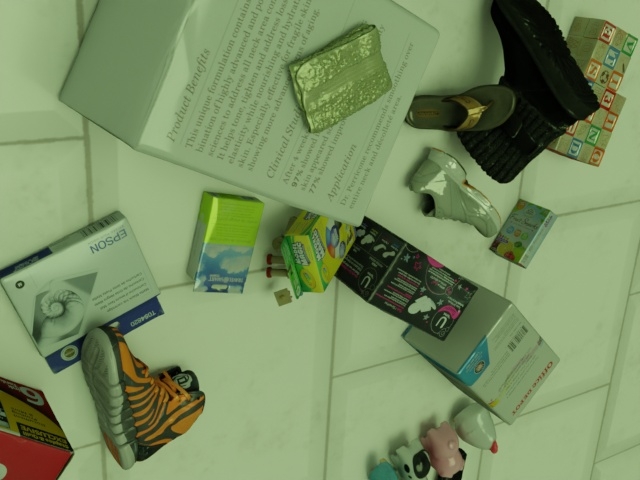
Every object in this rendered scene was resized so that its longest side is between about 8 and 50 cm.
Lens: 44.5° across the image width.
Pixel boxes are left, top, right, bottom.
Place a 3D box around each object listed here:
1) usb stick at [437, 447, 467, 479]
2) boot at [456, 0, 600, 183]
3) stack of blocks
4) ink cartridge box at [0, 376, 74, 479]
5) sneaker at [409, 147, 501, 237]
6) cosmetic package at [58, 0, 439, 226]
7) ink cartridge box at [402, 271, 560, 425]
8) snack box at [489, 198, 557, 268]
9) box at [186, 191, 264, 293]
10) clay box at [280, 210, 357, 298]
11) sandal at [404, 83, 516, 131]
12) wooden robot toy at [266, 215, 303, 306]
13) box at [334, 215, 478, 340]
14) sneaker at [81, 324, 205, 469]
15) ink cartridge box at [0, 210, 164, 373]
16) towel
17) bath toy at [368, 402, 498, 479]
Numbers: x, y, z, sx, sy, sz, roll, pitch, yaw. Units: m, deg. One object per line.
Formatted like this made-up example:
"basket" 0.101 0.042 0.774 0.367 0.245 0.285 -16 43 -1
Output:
"usb stick" 0.323 0.663 2.019 0.077 0.045 0.277 -6 112 -40
"boot" 0.374 -0.317 1.586 0.131 0.347 0.260 -1 152 -41
"stack of blocks" 0.605 -0.333 1.773 0.171 0.087 0.297 12 102 -37
"ink cartridge box" -0.538 0.287 1.141 0.309 0.272 0.130 33 89 -39
"sneaker" 0.279 -0.077 1.666 0.121 0.099 0.262 -46 120 0
"cosmetic package" -0.108 -0.259 1.172 0.394 0.327 0.329 19 97 -38
"ink cartridge box" 0.369 0.247 1.781 0.198 0.197 0.270 -51 128 -7
"snack box" 0.466 -0.017 1.801 0.037 0.100 0.141 32 90 -37
"box" -0.174 0.006 1.415 0.109 0.042 0.178 5 106 -35
"clay box" 0.000 0.000 1.452 0.222 0.053 0.127 -59 140 -50
"sandal" 0.268 -0.254 1.519 0.220 0.060 0.089 1 107 13
"wooden robot toy" -0.059 0.037 1.505 0.079 0.076 0.173 -29 123 -75
"box" 0.167 0.080 1.600 0.247 0.163 0.142 30 94 -38
"sneaker" -0.308 0.249 1.383 0.180 0.125 0.321 -25 137 -30
"ink cartridge box" -0.387 0.096 1.307 0.223 0.045 0.223 -31 124 -21
"towel" 0.030 -0.218 1.058 0.148 0.027 0.110 -33 124 -20
"bath toy" 0.288 0.525 1.888 0.348 0.129 0.151 -26 155 -22
